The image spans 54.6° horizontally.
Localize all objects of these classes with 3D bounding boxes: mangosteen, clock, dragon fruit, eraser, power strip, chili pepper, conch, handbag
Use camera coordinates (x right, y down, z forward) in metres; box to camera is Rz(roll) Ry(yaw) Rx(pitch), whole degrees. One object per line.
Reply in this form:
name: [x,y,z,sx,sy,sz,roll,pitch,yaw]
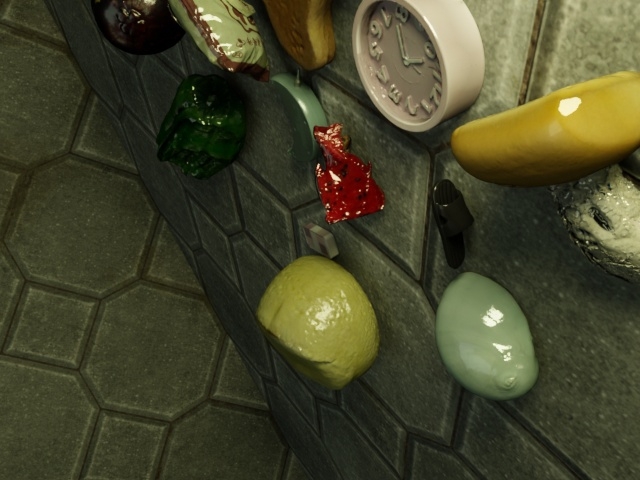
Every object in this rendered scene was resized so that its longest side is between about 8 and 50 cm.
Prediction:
mangosteen: [-0.417,-0.564,1.468,0.265,0.228,0.228,-88,-9,-49]
clock: [0.129,-0.251,0.849,0.197,0.068,0.197,45,154,30]
dragon fruit: [0.026,-0.126,1.166,0.192,0.122,0.092,64,173,-16]
eraser: [0.000,0.000,1.487,0.105,0.026,0.065,30,146,51]
power strip: [-0.040,-0.249,1.239,0.137,0.044,0.216,38,150,43]
chili pepper: [-0.299,-0.286,1.584,0.385,0.213,0.168,136,145,-64]
conch: [0.268,0.160,1.027,0.221,0.121,0.185,56,128,22]
handbag: [-0.179,-0.394,1.115,0.235,0.127,0.213,62,-160,-5]

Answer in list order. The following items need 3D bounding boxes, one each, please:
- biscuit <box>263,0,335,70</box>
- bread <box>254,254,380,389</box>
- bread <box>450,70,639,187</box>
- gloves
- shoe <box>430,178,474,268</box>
biscuit: [-0.038,-0.466,0.941,0.368,0.076,0.394,55,160,12]
bread: [-0.001,0.191,1.472,0.320,0.237,0.320,46,168,13]
bread: [0.245,-0.108,0.668,0.217,0.147,0.098,172,83,-71]
gloves: [0.328,-0.013,0.710,0.153,0.070,0.114,52,160,-3]
shoe: [0.215,-0.023,0.962,0.053,0.062,0.159,15,132,43]
